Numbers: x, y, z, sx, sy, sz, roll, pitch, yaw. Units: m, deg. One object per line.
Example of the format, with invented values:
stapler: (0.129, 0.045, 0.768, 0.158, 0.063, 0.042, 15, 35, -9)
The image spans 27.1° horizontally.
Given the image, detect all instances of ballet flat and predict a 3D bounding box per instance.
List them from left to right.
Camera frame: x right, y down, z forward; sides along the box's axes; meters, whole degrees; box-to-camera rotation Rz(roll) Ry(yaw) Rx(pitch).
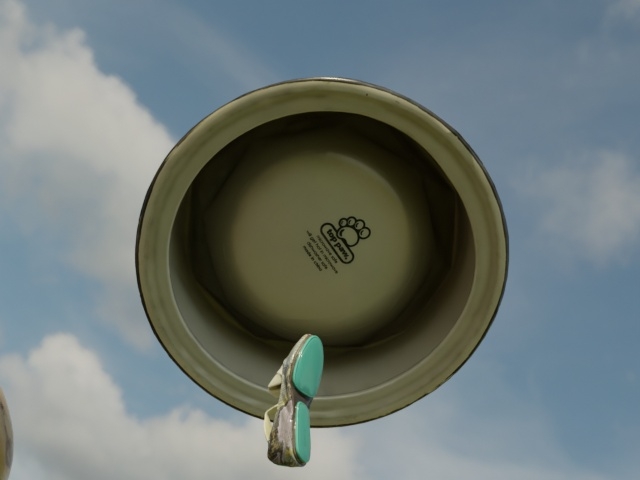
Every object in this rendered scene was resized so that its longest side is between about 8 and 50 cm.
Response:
ballet flat: (-0.025, 0.124, 1.034, 0.041, 0.114, 0.041, 5, -35, 4)

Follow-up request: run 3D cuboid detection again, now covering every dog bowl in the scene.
dog bowl: (0.000, 0.000, 1.507, 0.408, 0.408, 0.150, 39, 14, -13)

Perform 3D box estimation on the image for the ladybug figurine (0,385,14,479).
ladybug figurine: (-0.518, 0.216, 1.555, 0.305, 0.162, 0.449, -2, -45, -16)
